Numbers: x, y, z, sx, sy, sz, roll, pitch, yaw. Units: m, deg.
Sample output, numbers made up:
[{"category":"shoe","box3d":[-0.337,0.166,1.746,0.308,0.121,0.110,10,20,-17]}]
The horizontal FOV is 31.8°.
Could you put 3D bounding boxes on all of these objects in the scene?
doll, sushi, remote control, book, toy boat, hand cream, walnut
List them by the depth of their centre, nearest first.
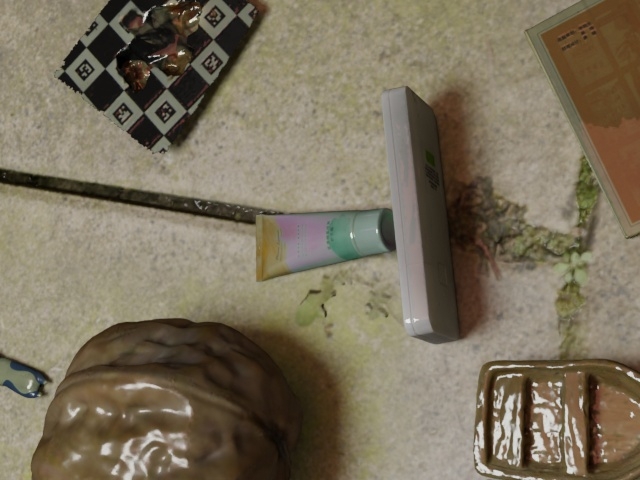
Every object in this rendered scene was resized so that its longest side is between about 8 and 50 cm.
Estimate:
[{"category":"toy boat","box3d":[0.240,0.168,1.029,0.188,0.061,0.116,-1,77,27]},{"category":"book","box3d":[0.319,-0.142,1.078,0.170,0.018,0.241,-27,69,18]},{"category":"remote control","box3d":[0.100,-0.024,1.117,0.034,0.103,0.250,-10,76,22]},{"category":"walnut","box3d":[-0.155,0.202,1.127,0.273,0.227,0.273,-6,75,22]},{"category":"hand cream","box3d":[0.000,0.000,1.199,0.174,0.047,0.076,-7,78,34]},{"category":"sushi","box3d":[-0.188,-0.227,1.341,0.193,0.040,0.210,38,95,21]},{"category":"doll","box3d":[-0.381,0.162,1.362,0.125,0.027,0.037,15,79,29]}]
